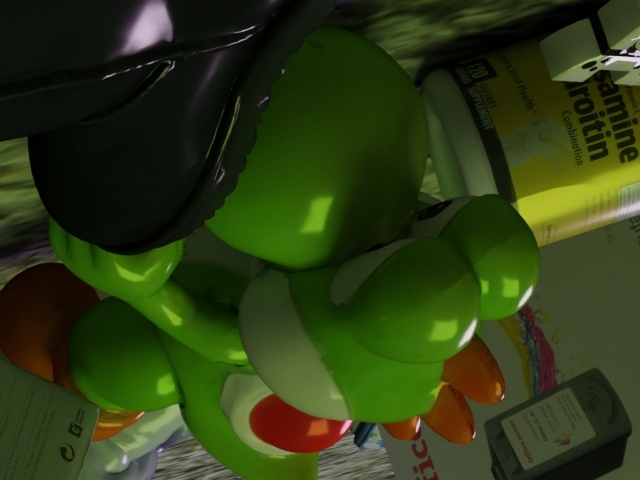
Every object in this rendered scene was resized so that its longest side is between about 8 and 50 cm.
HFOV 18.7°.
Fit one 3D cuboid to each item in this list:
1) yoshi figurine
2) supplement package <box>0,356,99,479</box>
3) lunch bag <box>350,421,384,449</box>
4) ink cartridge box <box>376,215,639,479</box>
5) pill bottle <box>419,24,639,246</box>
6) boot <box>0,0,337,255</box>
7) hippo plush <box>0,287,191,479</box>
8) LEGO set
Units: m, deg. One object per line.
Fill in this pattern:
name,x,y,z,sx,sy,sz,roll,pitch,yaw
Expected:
yoshi figurine,-0.033,-0.005,0.931,0.203,0.204,0.362,27,160,-22
supplement package,-0.219,0.102,0.953,0.179,0.105,0.105,29,145,-21
lunch bag,0.104,0.114,1.672,0.176,0.090,0.219,-14,165,-12
ink cartridge box,0.186,0.077,1.332,0.306,0.226,0.131,-29,163,33
pill bottle,0.150,-0.063,0.985,0.184,0.103,0.103,-18,167,-6
boot,-0.112,-0.058,0.647,0.207,0.094,0.246,-15,160,-34
hippo plush,-0.137,0.169,1.223,0.294,0.237,0.234,-11,165,-31
LEGO set,0.203,-0.124,0.869,0.227,0.087,0.093,-1,155,-37
